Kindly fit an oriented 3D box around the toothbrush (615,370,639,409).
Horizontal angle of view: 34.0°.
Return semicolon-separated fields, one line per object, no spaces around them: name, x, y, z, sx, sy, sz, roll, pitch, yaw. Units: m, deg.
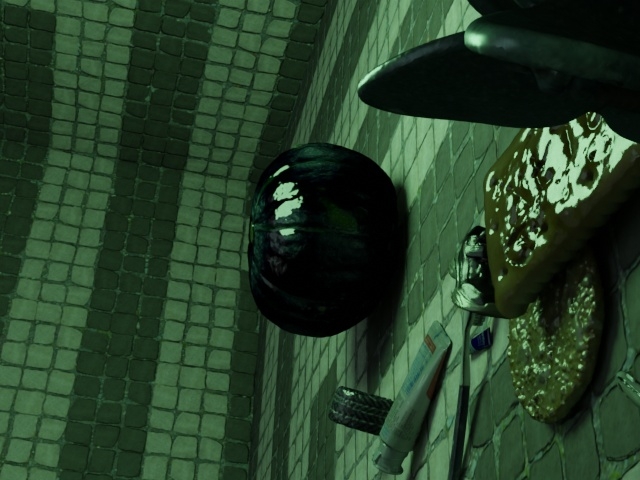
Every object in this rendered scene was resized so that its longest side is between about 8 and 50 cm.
toothbrush;0.291;0.183;0.740;0.040;0.042;0.418;-40;16;3

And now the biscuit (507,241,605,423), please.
biscuit;0.247;0.086;1.114;0.220;0.033;0.219;-172;90;-79

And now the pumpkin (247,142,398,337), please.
pumpkin;0.000;0.000;1.945;0.363;0.266;0.363;-174;90;-78

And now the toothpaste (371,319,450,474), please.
toothpaste;0.138;0.236;1.557;0.089;0.057;0.234;-115;42;-70

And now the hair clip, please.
hair clip;0.224;-0.186;0.690;0.392;0.319;0.238;-155;75;-82

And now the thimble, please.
thimble;0.071;0.282;1.723;0.095;0.104;0.066;175;111;-76

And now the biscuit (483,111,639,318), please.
biscuit;0.255;-0.085;1.075;0.325;0.044;0.217;123;154;-47

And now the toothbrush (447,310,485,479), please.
toothbrush;0.185;0.208;1.354;0.024;0.026;0.287;-127;42;-82

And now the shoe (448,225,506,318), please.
shoe;0.208;0.027;1.301;0.169;0.071;0.099;-93;18;-64

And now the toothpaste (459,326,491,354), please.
toothpaste;0.205;0.134;1.368;0.083;0.015;0.024;133;138;-64
